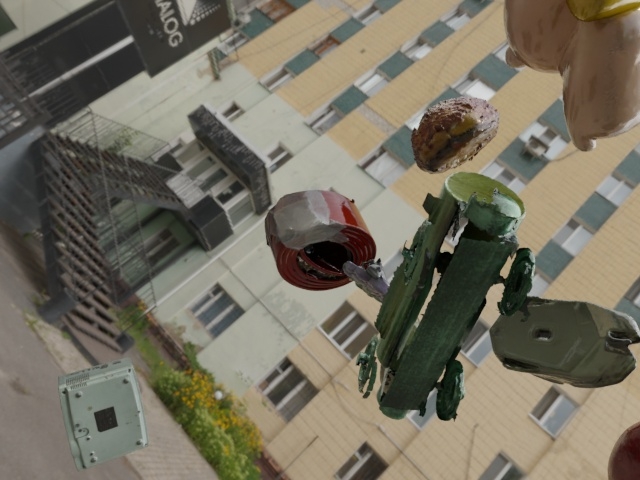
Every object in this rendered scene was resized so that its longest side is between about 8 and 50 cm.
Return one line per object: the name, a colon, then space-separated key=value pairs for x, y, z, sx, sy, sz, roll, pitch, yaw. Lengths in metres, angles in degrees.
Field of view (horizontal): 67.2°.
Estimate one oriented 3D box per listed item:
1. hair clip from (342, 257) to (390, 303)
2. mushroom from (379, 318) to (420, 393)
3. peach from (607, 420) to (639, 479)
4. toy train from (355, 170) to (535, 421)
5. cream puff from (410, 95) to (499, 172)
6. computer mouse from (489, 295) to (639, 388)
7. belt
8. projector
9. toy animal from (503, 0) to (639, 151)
hair clip: x=0.101 y=0.077 z=0.964 sx=0.124 sy=0.052 sz=0.195 roll=41 pitch=-11 yaw=15
mushroom: x=0.216 y=0.294 z=1.263 sx=0.212 sy=0.217 sz=0.292 roll=52 pitch=-29 yaw=25
peach: x=0.729 y=0.469 z=0.918 sx=0.308 sy=0.308 sz=0.332 roll=33 pitch=-21 yaw=42
toy train: x=0.122 y=0.060 z=0.536 sx=0.126 sy=0.189 sz=0.307 roll=12 pitch=-56 yaw=-4
cream puff: x=0.341 y=-0.278 z=1.252 sx=0.164 sy=0.240 sz=0.240 roll=61 pitch=-17 yaw=4
computer mouse: x=0.669 y=0.285 z=1.336 sx=0.145 sy=0.228 sz=0.429 roll=32 pitch=-19 yaw=-23
belt: x=0.000 y=0.000 z=1.113 sx=0.324 sy=0.227 sz=0.115 roll=44 pitch=19 yaw=-56
projector: x=-0.346 y=0.277 z=0.772 sx=0.061 sy=0.115 sz=0.147 roll=15 pitch=-66 yaw=63
toy animal: x=0.430 y=-0.352 z=0.778 sx=0.247 sy=0.277 sz=0.345 roll=24 pitch=-32 yaw=50
